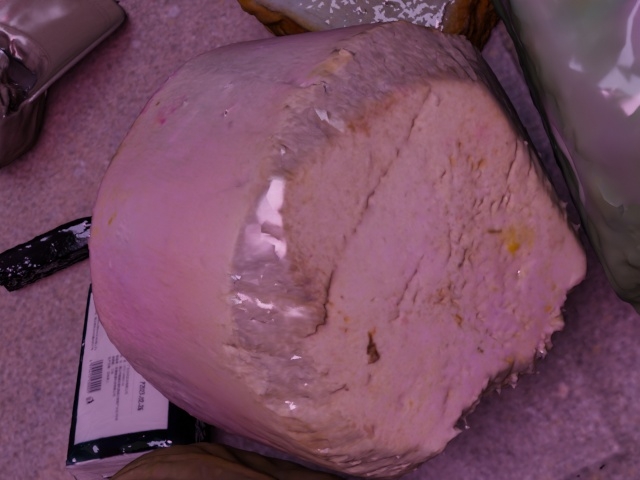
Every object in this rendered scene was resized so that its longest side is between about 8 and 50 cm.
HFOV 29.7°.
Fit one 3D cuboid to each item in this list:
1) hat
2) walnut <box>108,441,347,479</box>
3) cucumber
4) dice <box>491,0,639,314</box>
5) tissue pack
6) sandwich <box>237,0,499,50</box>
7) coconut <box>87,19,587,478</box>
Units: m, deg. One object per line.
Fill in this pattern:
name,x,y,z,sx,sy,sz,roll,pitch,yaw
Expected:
hat,-0.271,-0.160,1.130,0.173,0.144,0.166,-23,57,-34
walnut,-0.059,0.271,0.790,0.277,0.282,0.253,19,90,15
cucumber,-0.220,0.000,1.071,0.163,0.043,0.039,-22,26,12
dice,0.283,-0.150,0.755,0.330,0.318,0.322,-23,67,14
tissue pack,-0.138,0.111,0.956,0.103,0.090,0.170,-11,54,14
sandwich,0.069,-0.251,0.997,0.226,0.087,0.251,36,90,27
coconut,0.000,0.000,0.832,0.309,0.297,0.297,13,78,59
